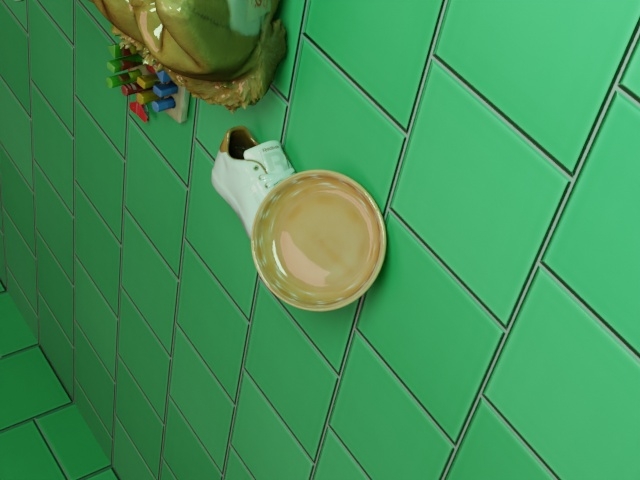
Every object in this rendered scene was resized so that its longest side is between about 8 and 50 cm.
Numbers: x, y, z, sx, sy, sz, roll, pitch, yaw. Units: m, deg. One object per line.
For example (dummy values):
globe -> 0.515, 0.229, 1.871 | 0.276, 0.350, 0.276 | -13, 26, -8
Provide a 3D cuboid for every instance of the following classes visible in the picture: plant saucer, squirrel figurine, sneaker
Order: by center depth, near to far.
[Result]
squirrel figurine -> -0.243, -0.348, 1.437 | 0.371, 0.281, 0.397 | 16, 159, 19
plant saucer -> 0.000, 0.000, 1.457 | 0.200, 0.037, 0.199 | 0, 91, 18
sneaker -> -0.072, -0.073, 1.557 | 0.290, 0.106, 0.123 | 42, 134, 34

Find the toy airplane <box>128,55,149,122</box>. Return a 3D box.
toy airplane -> -0.338, -0.288, 1.940 | 0.151, 0.028, 0.151 | 34, 134, 44

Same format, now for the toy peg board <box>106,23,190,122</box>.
toy peg board -> -0.305, -0.303, 1.801 | 0.161, 0.079, 0.161 | 40, 136, 30
